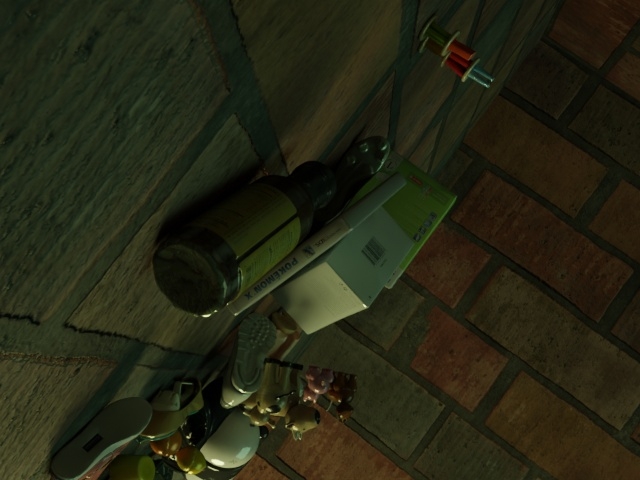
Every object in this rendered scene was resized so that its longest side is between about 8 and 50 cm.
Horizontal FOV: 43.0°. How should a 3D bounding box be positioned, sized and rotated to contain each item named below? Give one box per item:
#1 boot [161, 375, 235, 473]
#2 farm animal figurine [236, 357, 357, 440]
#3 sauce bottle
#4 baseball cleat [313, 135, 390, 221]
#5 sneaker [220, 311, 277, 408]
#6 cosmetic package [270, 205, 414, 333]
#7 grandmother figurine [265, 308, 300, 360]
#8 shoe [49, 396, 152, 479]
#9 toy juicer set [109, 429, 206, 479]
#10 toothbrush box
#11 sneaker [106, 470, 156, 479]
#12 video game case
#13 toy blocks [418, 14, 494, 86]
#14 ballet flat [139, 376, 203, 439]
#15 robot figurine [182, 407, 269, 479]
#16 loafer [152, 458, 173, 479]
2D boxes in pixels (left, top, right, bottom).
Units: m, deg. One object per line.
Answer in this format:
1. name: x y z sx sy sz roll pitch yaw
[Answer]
1. boot: -0.249 0.358 1.752 0.207 0.094 0.246 -54 167 -50
2. farm animal figurine: -0.087 0.366 1.879 0.330 0.327 0.172 21 76 -48
3. sauce bottle: -0.079 -0.019 1.064 0.344 0.111 0.111 -39 163 -55
4. baseball cleat: 0.054 -0.123 1.587 0.206 0.072 0.109 -45 180 5
5. sneaker: -0.161 0.250 1.737 0.095 0.090 0.235 -53 -169 37
6. cosmetic package: 0.046 0.060 1.769 0.225 0.138 0.224 -33 -168 49
7. grandmother figurine: -0.165 0.341 2.130 0.208 0.104 0.342 -6 131 -60
8. shoe: -0.328 0.306 1.205 0.178 0.063 0.081 -38 165 -43
9. toy juicer set: -0.287 0.513 1.599 0.090 0.329 0.209 -16 -161 23
10. toothbrush box: 0.173 -0.051 2.019 0.283 0.206 0.122 -55 172 1
11. sneaker: -0.410 0.556 1.553 0.300 0.121 0.111 -47 170 -38
12. video game case: 0.000 0.000 1.537 0.300 0.036 0.329 -37 -179 29
13. toy blocks: 0.252 -0.336 1.477 0.054 0.148 0.123 -54 172 0
14. ballet flat: -0.276 0.299 1.490 0.232 0.080 0.073 -18 116 -80
15. robot figurine: -0.258 0.508 2.018 0.209 0.174 0.278 -47 175 -43
16. loafer: -0.398 0.537 1.780 0.267 0.084 0.096 -22 116 -81
